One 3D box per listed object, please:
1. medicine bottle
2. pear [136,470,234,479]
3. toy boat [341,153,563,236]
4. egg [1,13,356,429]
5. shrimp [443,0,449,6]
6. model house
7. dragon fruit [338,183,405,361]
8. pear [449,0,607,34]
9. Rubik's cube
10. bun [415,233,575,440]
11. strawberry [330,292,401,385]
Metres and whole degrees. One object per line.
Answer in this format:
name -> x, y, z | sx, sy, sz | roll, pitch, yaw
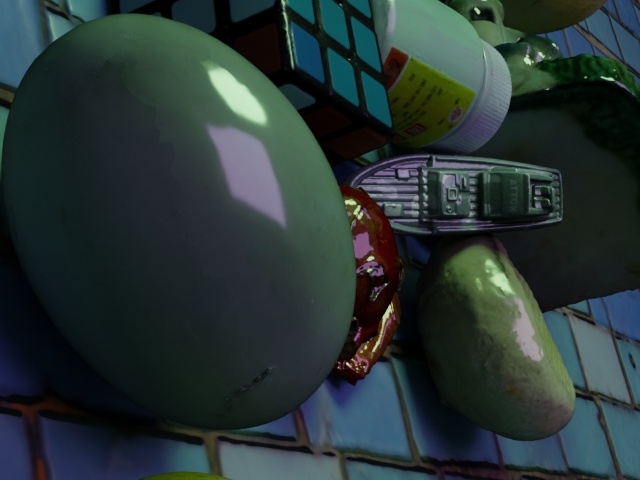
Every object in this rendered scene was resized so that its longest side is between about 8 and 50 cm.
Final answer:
medicine bottle -> 0.067, -0.161, 1.308 | 0.225, 0.139, 0.139 | 18, 54, -51
pear -> -0.100, 0.209, 0.790 | 0.216, 0.166, 0.180 | 27, 55, -23
toy boat -> 0.128, -0.043, 1.351 | 0.260, 0.085, 0.078 | 0, 89, -33
egg -> -0.087, -0.009, 0.914 | 0.283, 0.203, 0.203 | 64, 25, -13
shrimp -> 0.092, -0.300, 1.509 | 0.152, 0.046, 0.219 | 51, 34, -45
model house -> 0.229, -0.119, 1.572 | 0.284, 0.243, 0.298 | -96, 165, -50
dragon fruit -> 0.000, 0.000, 1.206 | 0.125, 0.125, 0.246 | 37, 19, -21
pear -> 0.254, -0.411, 1.814 | 0.309, 0.309, 0.309 | 44, 34, -40
Rubik's cube -> -0.055, -0.144, 1.140 | 0.160, 0.163, 0.162 | 26, 51, -54
bun -> 0.158, 0.099, 1.411 | 0.222, 0.127, 0.222 | 59, 9, -15
strawberry -> 0.034, 0.063, 1.275 | 0.104, 0.048, 0.152 | 44, 30, -33
